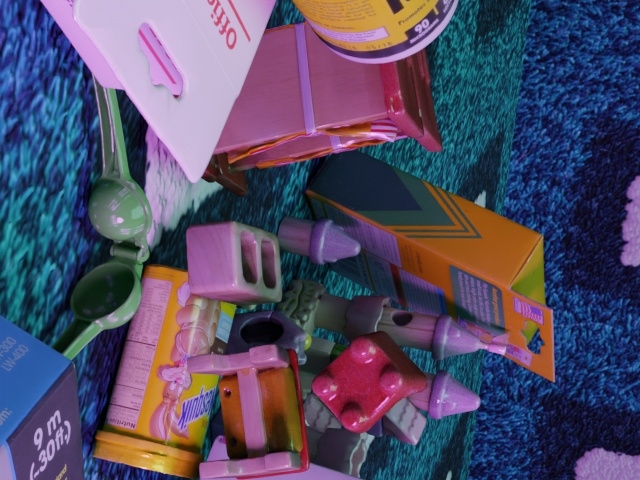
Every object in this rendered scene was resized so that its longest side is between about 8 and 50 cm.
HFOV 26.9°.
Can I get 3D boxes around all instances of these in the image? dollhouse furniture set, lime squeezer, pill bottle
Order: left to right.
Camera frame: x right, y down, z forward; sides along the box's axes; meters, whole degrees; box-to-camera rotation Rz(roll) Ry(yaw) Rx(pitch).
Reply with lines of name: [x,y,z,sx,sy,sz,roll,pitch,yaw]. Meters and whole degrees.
lime squeezer: [-0.176,-0.001,1.009,0.110,0.059,0.310,14,88,-41]
dollhouse furniture set: [0.000,0.000,1.112,0.152,0.201,0.374,22,59,-72]
pill bottle: [0.015,-0.213,0.886,0.208,0.119,0.119,44,59,-63]

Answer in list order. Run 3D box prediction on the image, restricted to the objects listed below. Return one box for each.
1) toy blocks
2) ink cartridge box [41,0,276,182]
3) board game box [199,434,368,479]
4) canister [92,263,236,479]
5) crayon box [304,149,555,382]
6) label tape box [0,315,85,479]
toy blocks: [0.047,0.150,1.451,0.289,0.260,0.309,-59,155,-46]
ink cartridge box: [-0.105,-0.239,0.904,0.207,0.119,0.354,60,44,-55]
board game box: [-0.019,0.286,1.249,0.303,0.224,0.098,114,-6,-67]
canister: [-0.131,0.116,1.169,0.126,0.073,0.170,44,58,-71]
crayon box: [0.151,0.027,1.581,0.083,0.323,0.203,-55,156,-19]
label tape box: [-0.239,0.177,0.778,0.249,0.115,0.348,-57,155,-56]
